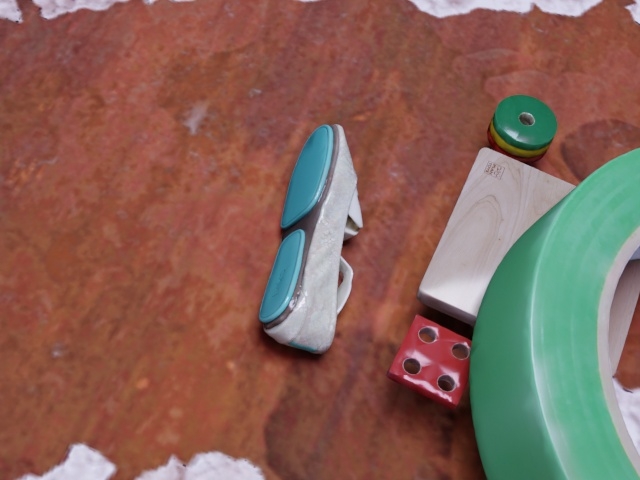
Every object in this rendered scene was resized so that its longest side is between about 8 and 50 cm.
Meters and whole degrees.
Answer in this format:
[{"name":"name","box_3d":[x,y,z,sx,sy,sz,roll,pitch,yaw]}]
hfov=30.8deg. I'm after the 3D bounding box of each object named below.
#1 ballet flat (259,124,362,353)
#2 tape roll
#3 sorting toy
[{"name":"ballet flat","box_3d":[0.000,0.000,0.767,0.052,0.057,0.168,31,55,-24]},{"name":"tape roll","box_3d":[0.247,0.098,0.689,0.321,0.077,0.321,9,63,-18]},{"name":"sorting toy","box_3d":[0.139,0.028,0.770,0.132,0.046,0.274,24,55,5]}]
